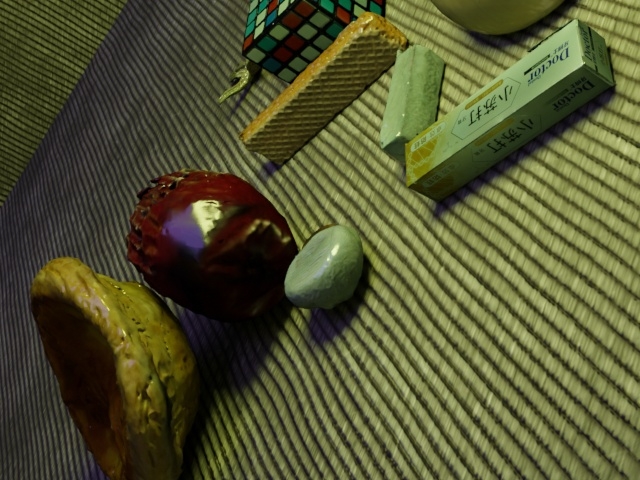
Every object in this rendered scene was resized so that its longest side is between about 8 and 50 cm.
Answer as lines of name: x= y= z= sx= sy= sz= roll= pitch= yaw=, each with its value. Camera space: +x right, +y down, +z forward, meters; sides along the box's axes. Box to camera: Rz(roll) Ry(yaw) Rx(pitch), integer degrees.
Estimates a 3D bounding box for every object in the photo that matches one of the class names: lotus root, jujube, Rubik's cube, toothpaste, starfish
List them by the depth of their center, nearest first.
toothpaste: x=0.238 y=-0.161 z=1.417 sx=0.313 sy=0.071 sz=0.089 roll=-35 pitch=41 yaw=40
lotus root: x=-0.002 y=-0.001 z=1.715 sx=0.083 sy=0.030 sz=0.037 roll=-39 pitch=33 yaw=35
jujube: x=-0.183 y=0.005 z=1.777 sx=0.258 sy=0.258 sz=0.377 roll=-60 pitch=24 yaw=2
Rubik's cube: x=-0.009 y=-0.392 z=1.937 sx=0.184 sy=0.187 sz=0.182 roll=-39 pitch=35 yaw=41
starfish: x=-0.154 y=-0.374 z=2.318 sx=0.223 sy=0.050 sz=0.217 roll=-57 pitch=18 yaw=-18

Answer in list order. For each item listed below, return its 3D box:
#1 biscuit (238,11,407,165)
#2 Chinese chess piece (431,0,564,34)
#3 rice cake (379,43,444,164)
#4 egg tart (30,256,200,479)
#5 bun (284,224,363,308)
biscuit: x=-0.004 y=-0.256 z=1.896 sx=0.379 sy=0.094 sz=0.054 roll=-38 pitch=34 yaw=36
Chinese chess piece: x=0.279 y=-0.458 z=1.552 sx=0.338 sy=0.140 sz=0.338 roll=-39 pitch=36 yaw=35
rice cake: x=0.138 y=-0.206 z=1.633 sx=0.063 sy=0.069 sz=0.206 roll=-30 pitch=38 yaw=49
egg tart: x=-0.317 y=0.214 z=1.784 sx=0.178 sy=0.443 sz=0.443 roll=-25 pitch=13 yaw=-27
bun: x=0.013 y=0.045 z=1.592 sx=0.141 sy=0.083 sz=0.141 roll=-42 pitch=23 yaw=23
